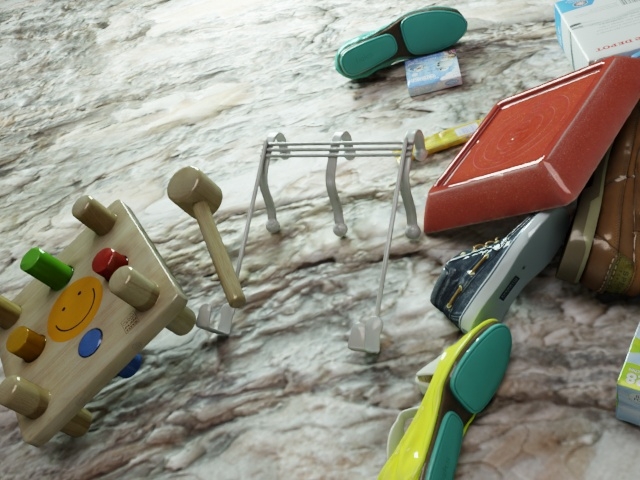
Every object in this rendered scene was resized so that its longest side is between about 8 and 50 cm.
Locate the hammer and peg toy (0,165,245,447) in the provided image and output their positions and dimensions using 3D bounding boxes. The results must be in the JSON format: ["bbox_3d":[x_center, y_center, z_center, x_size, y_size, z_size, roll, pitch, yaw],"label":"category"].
[{"bbox_3d":[-0.266,0.057,0.926,0.361,0.127,0.266,-44,44,0],"label":"hammer and peg toy"}]

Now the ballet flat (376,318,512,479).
[{"bbox_3d":[0.123,0.172,0.753,0.077,0.077,0.231,-2,44,44],"label":"ballet flat"}]

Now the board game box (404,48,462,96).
[{"bbox_3d":[0.192,-0.287,1.241,0.090,0.020,0.090,-12,43,12],"label":"board game box"}]

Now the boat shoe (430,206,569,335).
[{"bbox_3d":[0.203,0.021,0.845,0.183,0.065,0.083,-52,43,1],"label":"boat shoe"}]

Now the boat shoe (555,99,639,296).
[{"bbox_3d":[0.370,-0.060,0.875,0.104,0.111,0.307,18,61,16],"label":"boat shoe"}]

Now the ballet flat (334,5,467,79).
[{"bbox_3d":[0.136,-0.360,1.300,0.247,0.083,0.087,-21,24,-2],"label":"ballet flat"}]

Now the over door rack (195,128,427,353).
[{"bbox_3d":[0.000,0.000,0.970,0.239,0.108,0.324,2,60,27],"label":"over door rack"}]

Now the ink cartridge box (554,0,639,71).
[{"bbox_3d":[0.452,-0.307,1.107,0.139,0.082,0.191,-13,43,10],"label":"ink cartridge box"}]

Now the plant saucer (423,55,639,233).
[{"bbox_3d":[0.262,-0.128,0.925,0.258,0.048,0.259,-50,17,-26],"label":"plant saucer"}]

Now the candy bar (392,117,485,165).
[{"bbox_3d":[0.189,-0.151,1.100,0.161,0.018,0.040,-18,45,4],"label":"candy bar"}]

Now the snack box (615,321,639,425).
[{"bbox_3d":[0.405,0.102,0.705,0.174,0.070,0.207,13,54,32],"label":"snack box"}]

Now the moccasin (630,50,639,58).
[{"bbox_3d":[0.581,-0.230,0.959,0.341,0.138,0.117,-23,44,20],"label":"moccasin"}]
